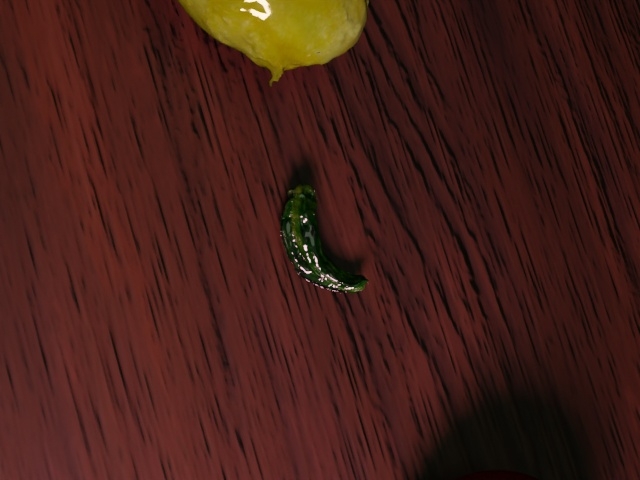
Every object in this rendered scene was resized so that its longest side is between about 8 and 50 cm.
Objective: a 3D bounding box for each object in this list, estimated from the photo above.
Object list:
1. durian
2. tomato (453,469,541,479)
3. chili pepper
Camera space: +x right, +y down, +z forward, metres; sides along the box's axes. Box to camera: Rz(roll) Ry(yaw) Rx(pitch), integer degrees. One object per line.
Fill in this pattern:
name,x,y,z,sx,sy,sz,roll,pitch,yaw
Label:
durian,-0.053,-0.324,1.038,0.256,0.204,0.339,16,71,-29
tomato,0.165,0.298,0.989,0.195,0.136,0.195,5,74,-20
chili pepper,-0.006,0.004,1.057,0.055,0.035,0.118,-30,84,-9
